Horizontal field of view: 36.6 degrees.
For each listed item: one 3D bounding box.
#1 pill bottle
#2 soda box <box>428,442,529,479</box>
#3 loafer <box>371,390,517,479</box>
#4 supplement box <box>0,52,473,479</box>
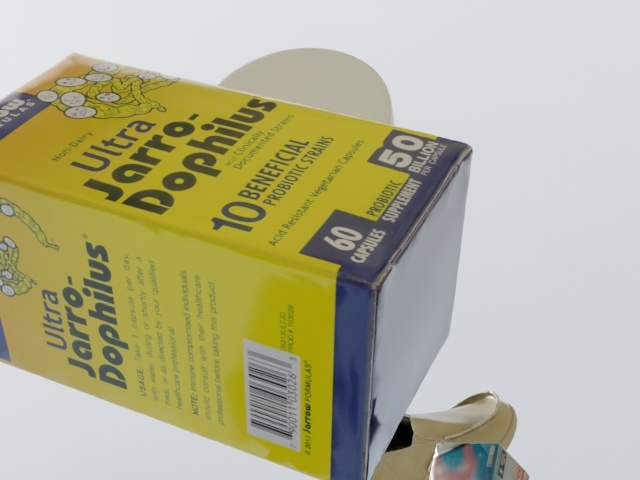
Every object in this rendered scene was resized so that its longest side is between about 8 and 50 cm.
[{"bbox_3d":[0.000,0.000,1.060,0.224,0.392,0.224,-5,-130,6],"label":"pill bottle"},{"bbox_3d":[0.106,0.248,0.728,0.063,0.058,0.183,47,-132,-38],"label":"soda box"},{"bbox_3d":[0.113,0.227,1.071,0.268,0.102,0.092,-26,-82,-35],"label":"loafer"},{"bbox_3d":[-0.089,0.009,0.745,0.356,0.195,0.194,15,-142,19],"label":"supplement box"}]
